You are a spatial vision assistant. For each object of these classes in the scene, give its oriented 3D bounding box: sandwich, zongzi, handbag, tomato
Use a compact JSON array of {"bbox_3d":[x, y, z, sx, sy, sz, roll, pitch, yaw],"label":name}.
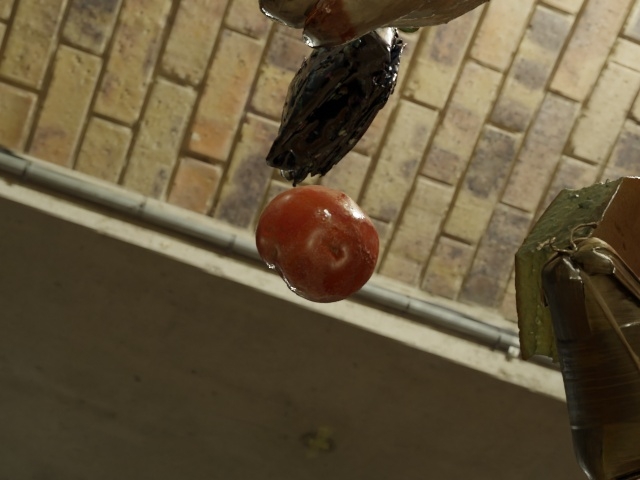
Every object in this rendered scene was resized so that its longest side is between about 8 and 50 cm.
[{"bbox_3d":[0.275,0.006,0.918,0.094,0.096,0.258,-7,-142,54],"label":"sandwich"},{"bbox_3d":[0.262,0.070,0.654,0.084,0.184,0.187,-27,105,-79],"label":"zongzi"},{"bbox_3d":[0.017,-0.191,1.213,0.260,0.113,0.162,-46,-161,40],"label":"handbag"},{"bbox_3d":[-0.003,-0.003,1.612,0.188,0.232,0.232,-48,-164,9],"label":"tomato"}]

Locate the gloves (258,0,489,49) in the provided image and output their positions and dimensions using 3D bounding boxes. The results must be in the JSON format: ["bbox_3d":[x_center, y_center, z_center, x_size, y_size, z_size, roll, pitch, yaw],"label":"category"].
[{"bbox_3d":[0.067,-0.180,0.513,0.218,0.131,0.140,-61,-174,-22],"label":"gloves"}]

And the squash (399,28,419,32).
[{"bbox_3d":[0.074,-0.242,0.930,0.027,0.089,0.027,-24,-129,33],"label":"squash"}]
